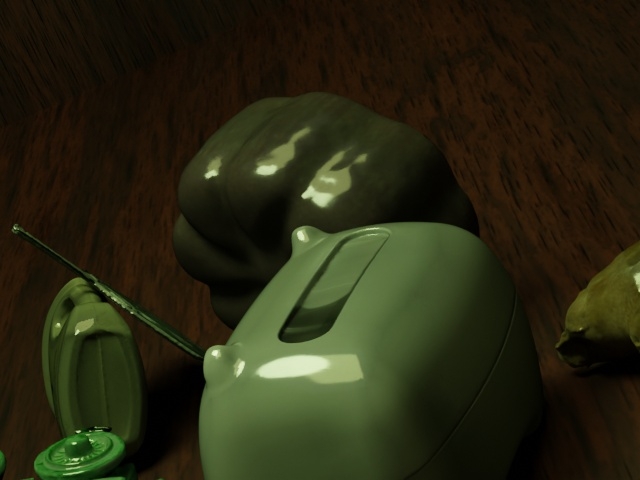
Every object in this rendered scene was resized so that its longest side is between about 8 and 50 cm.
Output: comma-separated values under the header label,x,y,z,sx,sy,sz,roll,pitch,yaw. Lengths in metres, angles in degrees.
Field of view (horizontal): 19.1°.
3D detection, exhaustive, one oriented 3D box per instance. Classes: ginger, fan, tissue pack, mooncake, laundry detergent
label,x,y,z,sx,sy,sz,roll,pitch,yaw
ginger,0.317,0.033,1.649,0.270,0.123,0.219,-14,43,25
fan,-0.200,0.067,2.006,0.012,0.294,0.223,-55,7,-2
tissue pack,0.043,0.125,1.581,0.229,0.236,0.333,-13,23,27
mooncake,0.000,0.000,1.900,0.306,0.306,0.154,-4,34,46
laundry detergent,-0.244,0.134,2.007,0.091,0.181,0.253,-8,9,-12

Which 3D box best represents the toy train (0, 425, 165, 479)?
label,x,y,z,sx,sy,sz,roll,pitch,yaw
toy train,-0.264,0.268,1.674,0.266,0.145,0.202,-9,21,10
